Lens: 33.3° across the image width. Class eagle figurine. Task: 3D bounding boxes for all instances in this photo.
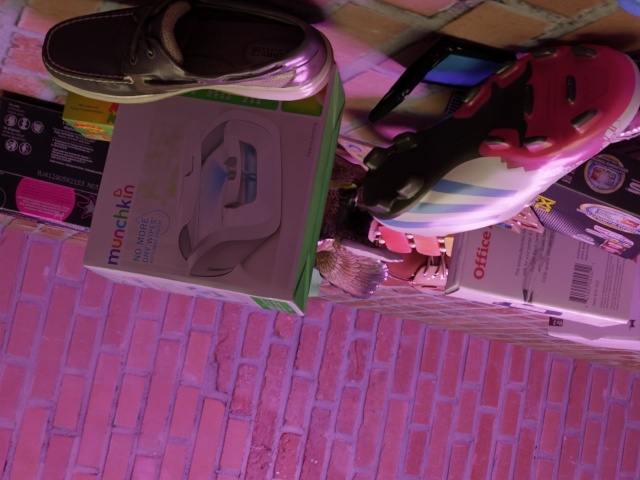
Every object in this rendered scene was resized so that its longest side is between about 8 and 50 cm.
[{"bbox_3d":[0.003,-0.006,1.571,0.226,0.298,0.225,41,-144,5],"label":"eagle figurine"}]

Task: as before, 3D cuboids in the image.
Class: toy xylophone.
[{"bbox_3d":[0.210,-0.018,1.680,0.322,0.081,0.236,7,170,18],"label":"toy xylophone"}]

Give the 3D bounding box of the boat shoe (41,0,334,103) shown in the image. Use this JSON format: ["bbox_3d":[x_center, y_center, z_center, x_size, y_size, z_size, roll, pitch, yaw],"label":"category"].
[{"bbox_3d":[-0.132,-0.187,1.009,0.285,0.103,0.092,5,165,9],"label":"boat shoe"}]

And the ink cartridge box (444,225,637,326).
[{"bbox_3d":[0.302,0.010,1.459,0.237,0.172,0.100,11,171,-5],"label":"ink cartridge box"}]

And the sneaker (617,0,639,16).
[{"bbox_3d":[0.303,-0.156,0.738,0.209,0.082,0.069,7,172,28],"label":"sneaker"}]

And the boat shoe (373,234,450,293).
[{"bbox_3d":[0.187,0.031,1.941,0.119,0.123,0.324,-2,174,33],"label":"boat shoe"}]

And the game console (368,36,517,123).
[{"bbox_3d":[0.116,-0.147,1.047,0.071,0.107,0.122,40,166,-5],"label":"game console"}]

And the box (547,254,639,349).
[{"bbox_3d":[0.458,0.070,1.619,0.119,0.182,0.181,15,171,-35],"label":"box"}]

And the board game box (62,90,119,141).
[{"bbox_3d":[-0.246,-0.159,1.457,0.181,0.043,0.092,9,170,9],"label":"board game box"}]

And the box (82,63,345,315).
[{"bbox_3d":[-0.110,-0.069,1.176,0.231,0.262,0.127,10,170,7],"label":"box"}]

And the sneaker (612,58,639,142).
[{"bbox_3d":[0.291,-0.129,1.011,0.077,0.072,0.178,1,-178,-16],"label":"sneaker"}]

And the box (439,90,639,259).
[{"bbox_3d":[0.260,-0.068,1.223,0.270,0.060,0.216,22,173,7],"label":"box"}]

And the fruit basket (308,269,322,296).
[{"bbox_3d":[-0.156,-0.008,1.947,0.327,0.165,0.353,10,166,41],"label":"fruit basket"}]

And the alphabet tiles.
[{"bbox_3d":[0.153,-0.063,1.315,0.237,0.009,0.198,19,171,27],"label":"alphabet tiles"}]

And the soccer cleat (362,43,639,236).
[{"bbox_3d":[0.187,-0.088,1.044,0.143,0.116,0.331,20,151,-37],"label":"soccer cleat"}]

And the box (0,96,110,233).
[{"bbox_3d":[-0.369,-0.099,1.591,0.247,0.163,0.142,14,174,-16],"label":"box"}]
